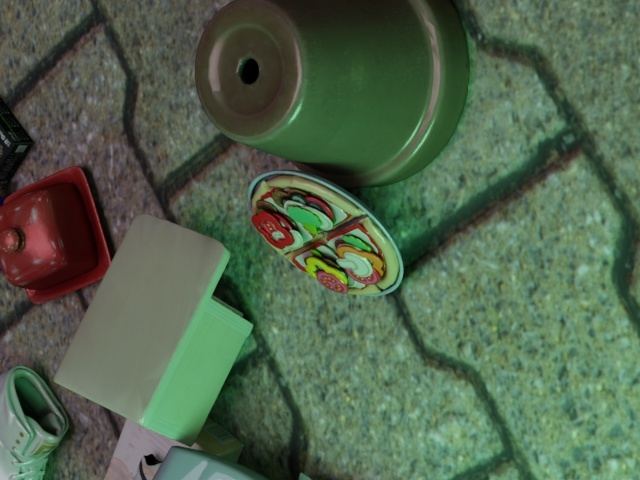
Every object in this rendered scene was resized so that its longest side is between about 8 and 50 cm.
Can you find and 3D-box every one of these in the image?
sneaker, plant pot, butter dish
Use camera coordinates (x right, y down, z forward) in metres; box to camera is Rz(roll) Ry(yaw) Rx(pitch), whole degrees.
[{"bbox_3d":[-0.184,0.295,1.700,0.109,0.040,0.043,16,97,27],"label":"sneaker"},{"bbox_3d":[-0.415,0.321,1.918,0.169,0.108,0.292,-27,78,39],"label":"sneaker"},{"bbox_3d":[-0.005,-0.183,1.483,0.263,0.229,0.263,4,97,35],"label":"plant pot"},{"bbox_3d":[-0.379,-0.003,1.840,0.160,0.118,0.160,-21,83,30],"label":"butter dish"}]

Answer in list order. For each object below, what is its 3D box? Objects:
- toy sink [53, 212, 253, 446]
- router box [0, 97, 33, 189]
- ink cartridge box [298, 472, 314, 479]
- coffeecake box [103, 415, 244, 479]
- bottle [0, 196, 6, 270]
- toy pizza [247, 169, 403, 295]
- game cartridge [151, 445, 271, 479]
[{"bbox_3d":[-0.187,0.109,1.690,0.153,0.131,0.234,19,80,32],"label":"toy sink"},{"bbox_3d":[-0.466,-0.145,1.944,0.122,0.038,0.092,51,122,21],"label":"router box"},{"bbox_3d":[0.047,0.439,1.621,0.239,0.060,0.275,27,112,44],"label":"ink cartridge box"},{"bbox_3d":[-0.197,0.304,1.777,0.142,0.068,0.185,34,114,27],"label":"coffeecake box"},{"bbox_3d":[-0.560,-0.002,1.996,0.283,0.092,0.118,-6,86,37],"label":"bottle"},{"bbox_3d":[0.000,0.000,1.547,0.201,0.032,0.201,26,150,16],"label":"toy pizza"},{"bbox_3d":[-0.094,0.374,1.600,0.297,0.062,0.198,30,96,25],"label":"game cartridge"}]
